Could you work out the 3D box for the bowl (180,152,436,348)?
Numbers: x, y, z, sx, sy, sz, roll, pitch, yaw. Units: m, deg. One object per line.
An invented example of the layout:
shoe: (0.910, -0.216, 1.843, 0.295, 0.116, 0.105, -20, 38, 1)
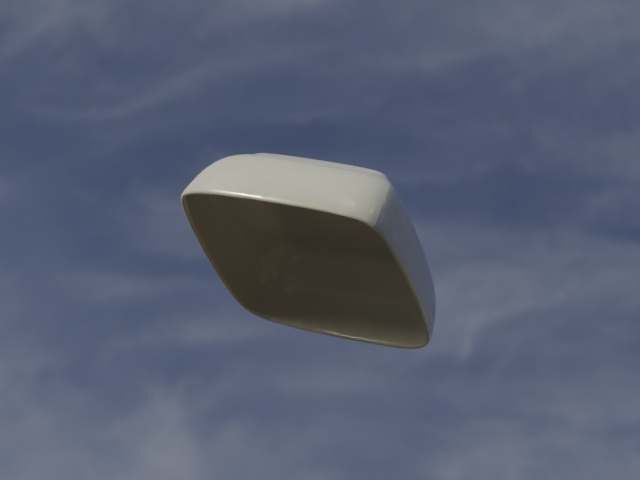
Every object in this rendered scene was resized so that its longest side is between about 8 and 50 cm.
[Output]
bowl: (0.000, 0.000, 1.054, 0.142, 0.053, 0.142, 9, -33, 26)
